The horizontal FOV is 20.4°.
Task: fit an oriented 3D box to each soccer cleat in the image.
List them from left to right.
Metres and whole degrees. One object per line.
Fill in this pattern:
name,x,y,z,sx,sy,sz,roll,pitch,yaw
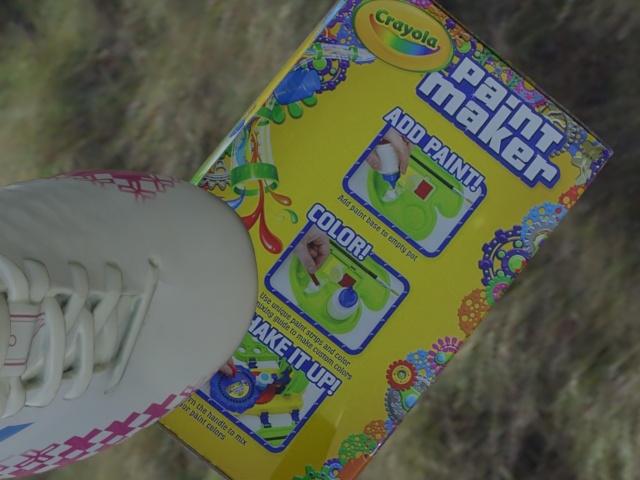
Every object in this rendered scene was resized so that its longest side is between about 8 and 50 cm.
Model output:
soccer cleat,-0.132,0.040,0.633,0.143,0.331,0.116,-6,94,51

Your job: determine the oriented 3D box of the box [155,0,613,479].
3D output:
box,0.000,0.000,1.109,0.177,0.279,0.290,38,179,-4
